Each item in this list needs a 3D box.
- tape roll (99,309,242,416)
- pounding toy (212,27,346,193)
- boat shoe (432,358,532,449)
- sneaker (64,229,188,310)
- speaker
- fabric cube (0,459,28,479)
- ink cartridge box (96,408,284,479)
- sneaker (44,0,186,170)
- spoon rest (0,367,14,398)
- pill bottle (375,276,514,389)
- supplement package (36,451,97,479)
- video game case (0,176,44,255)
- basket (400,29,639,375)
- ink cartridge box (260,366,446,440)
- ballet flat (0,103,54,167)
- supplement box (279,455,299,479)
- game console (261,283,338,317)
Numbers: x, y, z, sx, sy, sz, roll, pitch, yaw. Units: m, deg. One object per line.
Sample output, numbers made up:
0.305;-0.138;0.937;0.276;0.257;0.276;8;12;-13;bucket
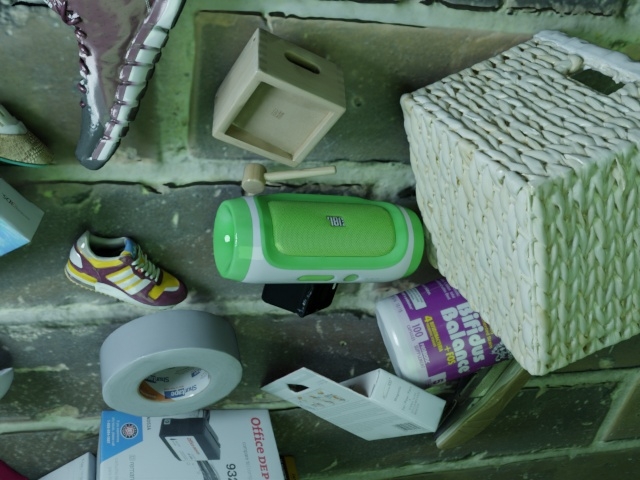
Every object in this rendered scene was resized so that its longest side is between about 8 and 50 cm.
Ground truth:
-0.238;0.201;1.110;0.219;0.072;0.219;-12;143;-9;tape roll
-0.053;-0.156;0.937;0.181;0.094;0.206;18;139;-27;pounding toy
0.315;0.293;1.359;0.103;0.092;0.285;15;119;-47;boat shoe
-0.275;0.044;1.024;0.186;0.069;0.084;18;123;-27;sneaker
0.000;0.000;1.022;0.297;0.131;0.131;1;124;-25;speaker
-0.663;0.481;1.107;0.254;0.258;0.259;-27;127;3;fabric cube
-0.228;0.417;1.207;0.308;0.223;0.129;4;122;-19;ink cartridge box
-0.276;-0.233;0.819;0.163;0.106;0.281;23;106;-22;sneaker
-0.551;0.235;0.981;0.137;0.276;0.084;-17;98;17;spoon rest
0.259;0.134;1.180;0.302;0.169;0.169;-20;128;-2;pill bottle
-0.493;0.559;1.261;0.293;0.177;0.175;-30;128;5;supplement package
-0.530;-0.045;0.847;0.270;0.061;0.244;-22;131;22;video game case
0.306;-0.056;0.938;0.266;0.328;0.331;-23;127;-9;basket
0.044;0.265;1.190;0.239;0.060;0.275;28;155;-9;ink cartridge box
-0.429;-0.144;0.847;0.206;0.073;0.067;12;112;-26;ballet flat
-0.157;0.539;1.374;0.194;0.129;0.191;7;122;-21;supplement box
-0.025;0.058;1.143;0.107;0.071;0.122;-17;135;-43;game console
